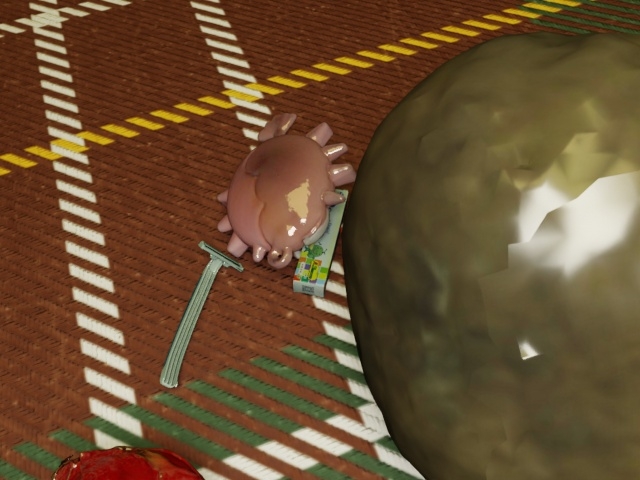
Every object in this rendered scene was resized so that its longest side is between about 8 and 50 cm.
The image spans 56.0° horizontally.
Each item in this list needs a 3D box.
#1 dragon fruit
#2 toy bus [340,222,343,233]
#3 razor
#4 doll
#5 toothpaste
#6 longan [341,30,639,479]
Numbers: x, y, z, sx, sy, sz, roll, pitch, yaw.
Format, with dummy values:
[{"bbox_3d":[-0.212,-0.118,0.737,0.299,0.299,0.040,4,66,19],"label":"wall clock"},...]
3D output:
[{"bbox_3d":[-0.172,0.287,0.564,0.172,0.172,0.210,-23,72,-12],"label":"dragon fruit"},{"bbox_3d":[0.099,-0.044,0.826,0.077,0.079,0.174,16,57,36],"label":"toy bus"},{"bbox_3d":[-0.163,0.097,0.773,0.068,0.037,0.191,33,59,-25],"label":"razor"},{"bbox_3d":[-0.055,-0.075,0.824,0.211,0.093,0.262,-25,49,17],"label":"doll"},{"bbox_3d":[0.000,0.000,0.828,0.046,0.034,0.164,11,57,7],"label":"toothpaste"},{"bbox_3d":[0.216,0.030,0.575,0.403,0.436,0.404,-4,21,1],"label":"longan"}]
